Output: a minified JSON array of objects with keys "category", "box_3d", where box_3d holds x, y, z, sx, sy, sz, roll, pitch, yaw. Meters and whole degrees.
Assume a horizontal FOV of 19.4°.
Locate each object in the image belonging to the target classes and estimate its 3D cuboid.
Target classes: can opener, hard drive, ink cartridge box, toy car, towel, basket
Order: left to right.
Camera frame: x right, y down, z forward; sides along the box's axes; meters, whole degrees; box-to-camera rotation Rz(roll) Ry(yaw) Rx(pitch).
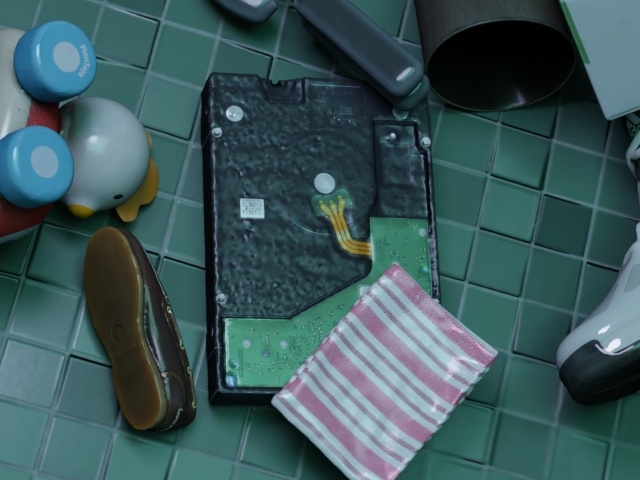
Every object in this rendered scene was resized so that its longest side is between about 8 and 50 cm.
[{"category":"toy car","box_3d":[-0.249,-0.073,1.814,0.238,0.219,0.210,24,65,-36]},{"category":"can opener","box_3d":[-0.007,-0.224,1.931,0.280,0.074,0.093,38,85,21]},{"category":"hard drive","box_3d":[0.000,0.000,1.892,0.237,0.064,0.338,1,71,-13]},{"category":"towel","box_3d":[0.064,0.135,1.813,0.144,0.029,0.197,41,68,2]},{"category":"basket","box_3d":[0.166,-0.279,1.976,0.154,0.204,0.226,-21,65,19]},{"category":"ink cartridge box","box_3d":[0.299,-0.246,1.948,0.087,0.208,0.153,-21,120,12]}]

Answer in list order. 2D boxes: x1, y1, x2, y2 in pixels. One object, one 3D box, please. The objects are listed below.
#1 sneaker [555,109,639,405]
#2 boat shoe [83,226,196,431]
[{"category":"sneaker","box_3d":[0.351,-0.025,1.957,0.447,0.169,0.257,-33,73,-29]},{"category":"boat shoe","box_3d":[-0.174,0.087,1.823,0.073,0.073,0.207,3,70,-53]}]
